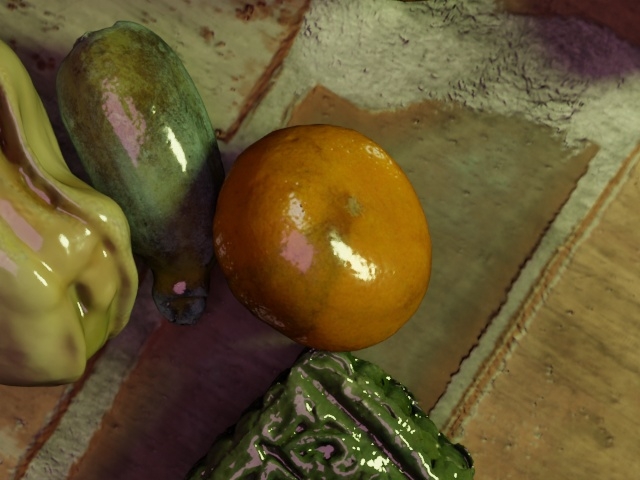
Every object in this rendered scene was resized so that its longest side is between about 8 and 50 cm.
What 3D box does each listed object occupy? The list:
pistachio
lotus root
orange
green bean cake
[{"bbox_3d":[-0.364,-0.047,1.384,0.445,0.365,0.281,41,55,16],"label":"pistachio"},{"bbox_3d":[-0.166,-0.071,1.449,0.140,0.158,0.322,-24,100,-6],"label":"lotus root"},{"bbox_3d":[0.000,0.000,1.417,0.171,0.240,0.240,-32,92,47],"label":"orange"},{"bbox_3d":[0.009,0.258,1.477,0.241,0.132,0.255,45,96,3],"label":"green bean cake"}]
